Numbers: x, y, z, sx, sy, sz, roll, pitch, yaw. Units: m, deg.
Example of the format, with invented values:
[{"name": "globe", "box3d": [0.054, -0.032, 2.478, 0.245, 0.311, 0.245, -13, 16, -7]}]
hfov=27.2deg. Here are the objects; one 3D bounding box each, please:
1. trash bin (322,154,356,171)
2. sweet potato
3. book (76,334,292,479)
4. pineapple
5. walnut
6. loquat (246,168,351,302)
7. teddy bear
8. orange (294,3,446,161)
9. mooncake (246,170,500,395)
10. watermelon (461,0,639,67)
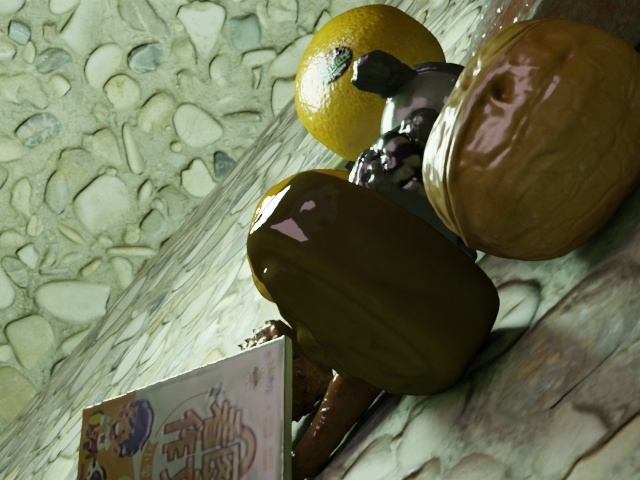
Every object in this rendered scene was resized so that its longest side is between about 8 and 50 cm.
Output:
[{"name": "trash bin", "box3d": [0.051, -0.135, 2.148, 0.092, 0.043, 0.061, -52, 12, -14]}, {"name": "sweet potato", "box3d": [0.006, 0.186, 1.325, 0.214, 0.050, 0.050, -55, 11, 5]}, {"name": "book", "box3d": [-0.149, 0.234, 1.395, 0.295, 0.020, 0.208, -22, 51, 29]}, {"name": "pineapple", "box3d": [-0.103, 0.221, 1.473, 0.277, 0.130, 0.119, -47, 41, 6]}, {"name": "walnut", "box3d": [0.191, -0.089, 1.161, 0.225, 0.193, 0.193, -50, 12, 0]}, {"name": "loquat", "box3d": [0.000, 0.000, 1.633, 0.234, 0.176, 0.187, -130, 64, -81]}, {"name": "teddy bear", "box3d": [0.105, -0.113, 1.378, 0.144, 0.171, 0.251, -15, 56, 46]}, {"name": "orange", "box3d": [0.075, -0.231, 1.939, 0.236, 0.236, 0.236, -47, 12, 13]}, {"name": "mooncake", "box3d": [0.047, 0.052, 1.188, 0.117, 0.235, 0.235, -51, 11, -20]}, {"name": "watermelon", "box3d": [0.257, -0.244, 1.459, 0.302, 0.151, 0.264, -51, 11, -3]}]
